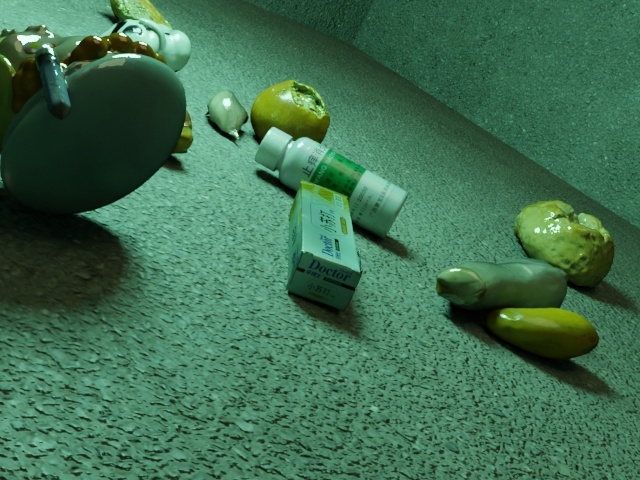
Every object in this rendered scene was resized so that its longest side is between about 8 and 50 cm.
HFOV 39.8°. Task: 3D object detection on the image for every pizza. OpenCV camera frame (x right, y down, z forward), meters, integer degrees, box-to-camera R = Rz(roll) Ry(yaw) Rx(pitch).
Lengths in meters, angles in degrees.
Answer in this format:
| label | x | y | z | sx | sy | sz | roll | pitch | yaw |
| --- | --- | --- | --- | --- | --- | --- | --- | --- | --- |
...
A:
| label | x | y | z | sx | sy | sz | roll | pitch | yaw |
| --- | --- | --- | --- | --- | --- | --- | --- | --- | --- |
| pizza | -0.427 | -0.527 | 2.093 | 0.188 | 0.081 | 0.204 | 53 | 10 | 3 |

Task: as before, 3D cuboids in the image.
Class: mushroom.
| label | x | y | z | sx | sy | sz | roll | pitch | yaw |
| --- | --- | --- | --- | --- | --- | --- | --- | --- | --- |
| mushroom | 0.295 | 0.076 | 1.416 | 0.109 | 0.097 | 0.351 | 16 | 9 | 42 |

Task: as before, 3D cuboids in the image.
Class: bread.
| label | x | y | z | sx | sy | sz | roll | pitch | yaw |
| --- | --- | --- | --- | --- | --- | --- | --- | --- | --- |
| bread | 0.535 | -0.003 | 1.932 | 0.244 | 0.134 | 0.244 | 28 | 19 | -10 |

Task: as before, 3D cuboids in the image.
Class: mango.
| label | x | y | z | sx | sy | sz | roll | pitch | yaw |
| --- | --- | --- | --- | --- | --- | --- | --- | --- | --- |
| mango | 0.342 | 0.137 | 1.336 | 0.190 | 0.075 | 0.098 | 14 | 2 | -22 |

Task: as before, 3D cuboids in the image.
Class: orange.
| label | x | y | z | sx | sy | sz | roll | pitch | yaw |
| --- | --- | --- | --- | --- | --- | --- | --- | --- | --- |
| orange | -0.058 | -0.240 | 1.716 | 0.155 | 0.134 | 0.154 | 19 | 15 | -5 |

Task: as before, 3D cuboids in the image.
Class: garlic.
| label | x | y | z | sx | sy | sz | roll | pitch | yaw |
| --- | --- | --- | --- | --- | --- | --- | --- | --- | --- |
| garlic | -0.172 | -0.242 | 1.655 | 0.084 | 0.066 | 0.152 | 27 | 15 | -8 |

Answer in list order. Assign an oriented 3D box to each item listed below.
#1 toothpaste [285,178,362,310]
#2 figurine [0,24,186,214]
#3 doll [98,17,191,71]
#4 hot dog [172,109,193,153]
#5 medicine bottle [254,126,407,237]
| label | x | y | z | sx | sy | sz | roll | pitch | yaw |
| --- | --- | --- | --- | --- | --- | --- | --- | --- | --- |
| toothpaste | 0.000 | 0.000 | 1.231 | 0.089 | 0.071 | 0.313 | 21 | 19 | -9 |
| figurine | -0.337 | -0.145 | 0.996 | 0.382 | 0.205 | 0.224 | 14 | 13 | 28 |
| doll | -0.340 | -0.377 | 1.724 | 0.110 | 0.106 | 0.181 | 28 | 15 | 29 |
| hot dog | -0.309 | -0.190 | 1.306 | 0.250 | 0.076 | 0.104 | 15 | 41 | -26 |
| medicine bottle | 0.016 | -0.102 | 1.499 | 0.260 | 0.095 | 0.095 | 27 | 17 | 4 |
